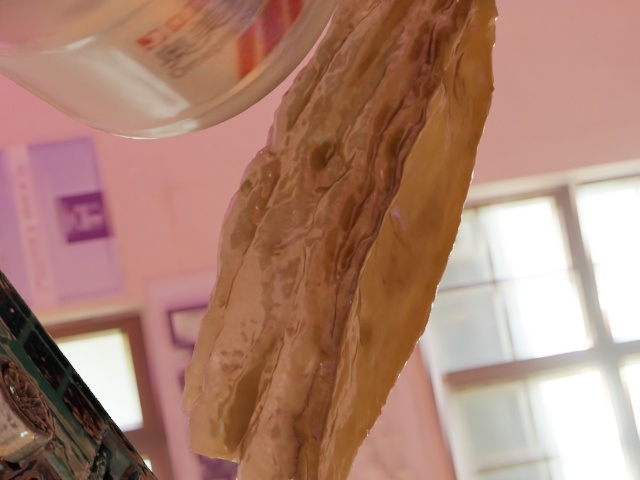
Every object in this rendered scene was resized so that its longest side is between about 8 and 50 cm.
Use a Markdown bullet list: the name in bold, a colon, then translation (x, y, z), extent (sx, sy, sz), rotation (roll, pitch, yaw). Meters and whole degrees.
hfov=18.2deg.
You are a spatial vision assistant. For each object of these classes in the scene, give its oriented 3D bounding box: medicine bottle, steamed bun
- **medicine bottle**: translation (-0.152, -0.227, 1.196), extent (0.325, 0.256, 0.256), rotation (37, 32, -55)
- **steamed bun**: translation (0.000, 0.000, 1.442), extent (0.247, 0.189, 0.428), rotation (52, 52, -57)

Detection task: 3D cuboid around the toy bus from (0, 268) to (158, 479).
- **toy bus**: translation (-0.141, 0.150, 0.986), extent (0.256, 0.128, 0.147), rotation (55, 10, -12)
